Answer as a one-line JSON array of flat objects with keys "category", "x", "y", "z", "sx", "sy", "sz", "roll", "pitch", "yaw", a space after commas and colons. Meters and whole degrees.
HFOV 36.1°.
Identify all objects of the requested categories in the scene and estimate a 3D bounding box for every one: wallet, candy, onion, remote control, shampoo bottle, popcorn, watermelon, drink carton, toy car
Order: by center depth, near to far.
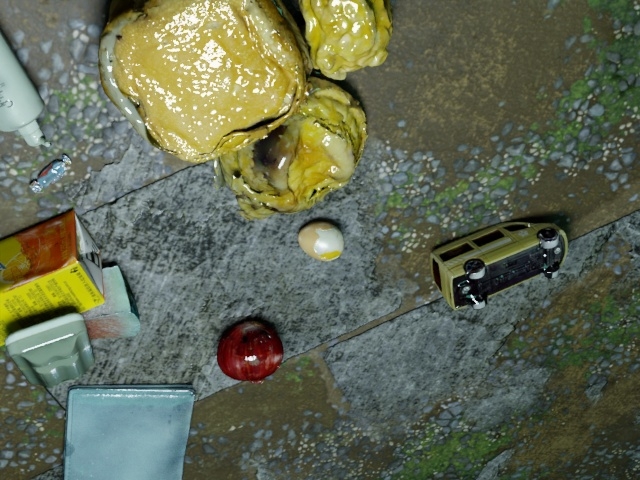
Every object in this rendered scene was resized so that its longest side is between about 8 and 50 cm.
[{"category": "shampoo bottle", "x": -0.479, "y": -0.246, "z": 1.440, "sx": 0.085, "sy": 0.085, "sz": 0.262, "roll": -22, "pitch": 130, "yaw": 1}, {"category": "popcorn", "x": 0.043, "y": -0.336, "z": 1.495, "sx": 0.163, "sy": 0.140, "sz": 0.194, "roll": 4, "pitch": 127, "yaw": -13}, {"category": "candy", "x": -0.438, "y": -0.106, "z": 1.600, "sx": 0.083, "sy": 0.020, "sz": 0.030, "roll": -36, "pitch": 128, "yaw": 10}, {"category": "drink carton", "x": -0.545, "y": 0.093, "z": 1.634, "sx": 0.351, "sy": 0.155, "sz": 0.111, "roll": -22, "pitch": 130, "yaw": 1}, {"category": "remote control", "x": -0.455, "y": 0.198, "z": 1.682, "sx": 0.127, "sy": 0.066, "sz": 0.335, "roll": -17, "pitch": 167, "yaw": -14}, {"category": "watermelon", "x": -0.445, "y": 0.132, "z": 1.749, "sx": 0.241, "sy": 0.095, "sz": 0.154, "roll": -8, "pitch": 152, "yaw": -6}, {"category": "onion", "x": -0.132, "y": 0.215, "z": 1.874, "sx": 0.131, "sy": 0.131, "sz": 0.131, "roll": -8, "pitch": 128, "yaw": -11}, {"category": "toy car", "x": 0.341, "y": 0.034, "z": 1.880, "sx": 0.256, "sy": 0.124, "sz": 0.101, "roll": -22, "pitch": 130, "yaw": -12}, {"category": "wallet", "x": -0.394, "y": 0.409, "z": 1.990, "sx": 0.251, "sy": 0.054, "sz": 0.291, "roll": 0, "pitch": 125, "yaw": -18}]

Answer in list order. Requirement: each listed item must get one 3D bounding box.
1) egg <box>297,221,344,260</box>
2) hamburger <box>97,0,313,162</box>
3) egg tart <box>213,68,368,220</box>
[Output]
[{"category": "egg", "x": 0.000, "y": 0.000, "z": 1.781, "sx": 0.083, "sy": 0.071, "sz": 0.071, "roll": 10, "pitch": 123, "yaw": -17}, {"category": "hamburger", "x": -0.174, "y": -0.266, "z": 1.451, "sx": 0.318, "sy": 0.158, "sz": 0.319, "roll": 0, "pitch": 122, "yaw": 0}, {"category": "egg tart", "x": -0.046, "y": -0.138, "z": 1.633, "sx": 0.297, "sy": 0.132, "sz": 0.297, "roll": -11, "pitch": 134, "yaw": -12}]
